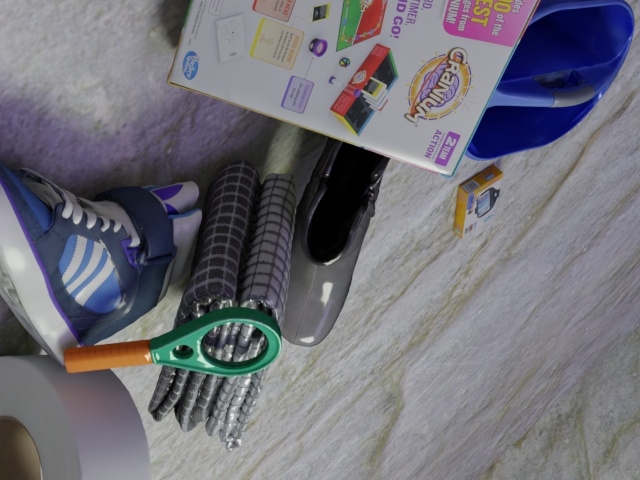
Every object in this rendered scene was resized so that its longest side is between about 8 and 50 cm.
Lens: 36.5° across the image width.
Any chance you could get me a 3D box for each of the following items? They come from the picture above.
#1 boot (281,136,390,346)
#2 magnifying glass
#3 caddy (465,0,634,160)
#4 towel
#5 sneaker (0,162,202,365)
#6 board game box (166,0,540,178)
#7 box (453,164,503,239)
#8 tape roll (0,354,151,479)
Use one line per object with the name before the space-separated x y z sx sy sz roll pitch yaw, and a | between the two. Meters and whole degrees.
boot | 0.000 0.000 1.210 0.223 0.118 0.338 -74 178 -77
magnifying glass | -0.156 0.117 1.037 0.231 0.026 0.092 -5 131 0
caddy | 0.286 -0.237 1.327 0.341 0.179 0.241 -16 138 -38
towel | -0.119 0.078 1.185 0.121 0.235 0.284 13 131 -9
sneaker | -0.241 -0.028 1.029 0.236 0.130 0.323 -40 147 -22
board game box | 0.033 -0.220 0.964 0.316 0.064 0.242 18 120 -10
box | 0.269 -0.060 1.667 0.081 0.028 0.136 -32 145 -21
tape roll | -0.325 0.273 1.124 0.100 0.286 0.286 4 125 -50
